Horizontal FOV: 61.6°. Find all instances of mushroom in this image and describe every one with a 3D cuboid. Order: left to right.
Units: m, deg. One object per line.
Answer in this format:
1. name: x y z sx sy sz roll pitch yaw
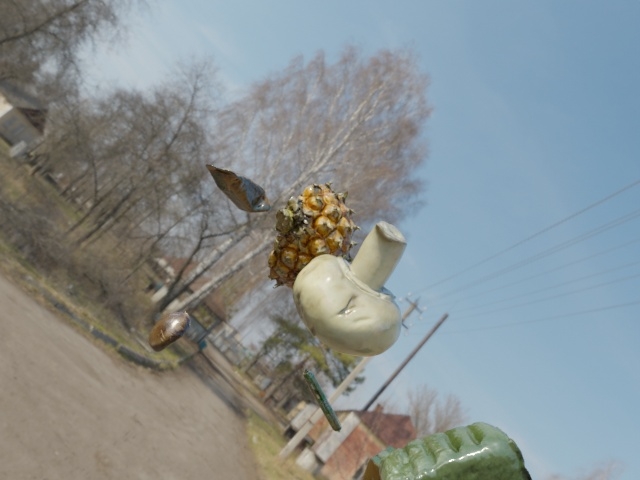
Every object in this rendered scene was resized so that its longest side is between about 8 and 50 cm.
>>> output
1. mushroom: -0.442 0.259 1.595 0.080 0.135 0.170 64 22 -10
2. mushroom: 0.108 0.120 1.365 0.314 0.336 0.314 31 15 -9

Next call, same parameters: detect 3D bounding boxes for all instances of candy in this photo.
1. candy: -0.289 -0.186 1.868 0.143 0.101 0.271 15 -17 31

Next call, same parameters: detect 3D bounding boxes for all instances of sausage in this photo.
1. sausage: 0.007 0.501 1.670 0.032 0.032 0.269 18 -43 61

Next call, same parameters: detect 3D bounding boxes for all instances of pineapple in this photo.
1. pineapple: -0.001 -0.001 1.466 0.208 0.345 0.286 23 -7 13

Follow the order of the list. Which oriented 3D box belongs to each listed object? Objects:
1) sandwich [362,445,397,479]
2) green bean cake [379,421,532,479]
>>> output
1. sandwich: 0.195 0.688 1.480 0.144 0.188 0.117 27 21 38
2. green bean cake: 0.220 0.412 0.824 0.125 0.226 0.223 -67 141 -87
